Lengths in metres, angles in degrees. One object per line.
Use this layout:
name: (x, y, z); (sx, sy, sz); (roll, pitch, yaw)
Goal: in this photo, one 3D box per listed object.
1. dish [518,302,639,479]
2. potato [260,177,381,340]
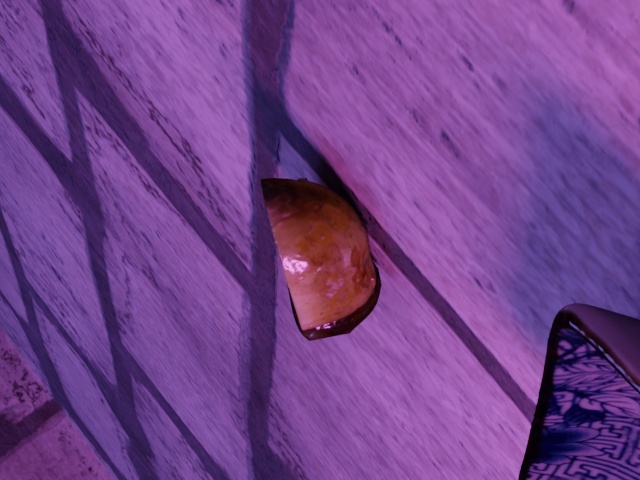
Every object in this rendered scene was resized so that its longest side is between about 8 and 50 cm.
dish: (0.192, 0.127, 0.790); (0.182, 0.080, 0.243); (48, 163, 23)
potato: (0.000, 0.000, 1.087); (0.103, 0.066, 0.096); (73, -179, -55)
